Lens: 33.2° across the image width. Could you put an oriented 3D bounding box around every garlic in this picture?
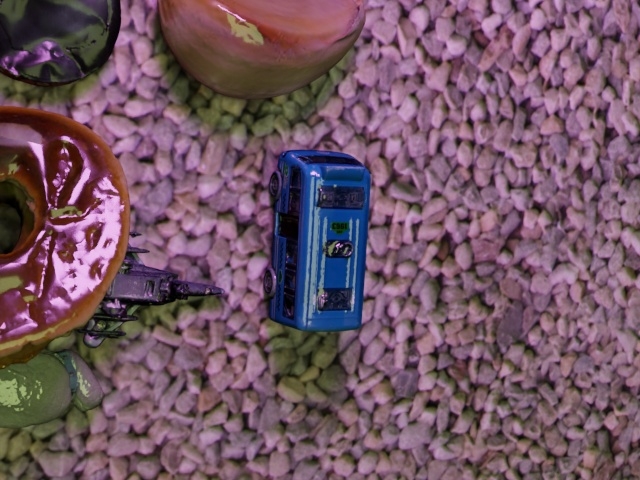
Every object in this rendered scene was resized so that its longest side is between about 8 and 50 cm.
[{"bbox_3d":[-0.044,-0.295,1.427,0.339,0.151,0.196,-8,87,-24],"label":"garlic"}]

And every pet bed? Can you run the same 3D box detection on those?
[{"bbox_3d":[-0.342,-0.288,1.336,0.201,0.053,0.201,-3,96,-24],"label":"pet bed"}]

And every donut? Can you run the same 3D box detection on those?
[{"bbox_3d":[-0.387,-0.004,1.259,0.330,0.160,0.330,7,66,-16],"label":"donut"}]

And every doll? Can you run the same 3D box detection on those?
[{"bbox_3d":[-0.380,0.187,1.366,0.214,0.071,0.103,2,97,-28],"label":"doll"}]

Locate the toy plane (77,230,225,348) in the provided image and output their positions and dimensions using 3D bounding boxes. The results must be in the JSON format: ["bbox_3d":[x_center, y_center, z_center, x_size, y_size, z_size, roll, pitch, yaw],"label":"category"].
[{"bbox_3d":[-0.235,0.062,1.412,0.246,0.078,0.169,7,93,-25],"label":"toy plane"}]

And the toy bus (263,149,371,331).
[{"bbox_3d":[0.000,0.000,1.479,0.114,0.134,0.246,1,97,-24],"label":"toy bus"}]
